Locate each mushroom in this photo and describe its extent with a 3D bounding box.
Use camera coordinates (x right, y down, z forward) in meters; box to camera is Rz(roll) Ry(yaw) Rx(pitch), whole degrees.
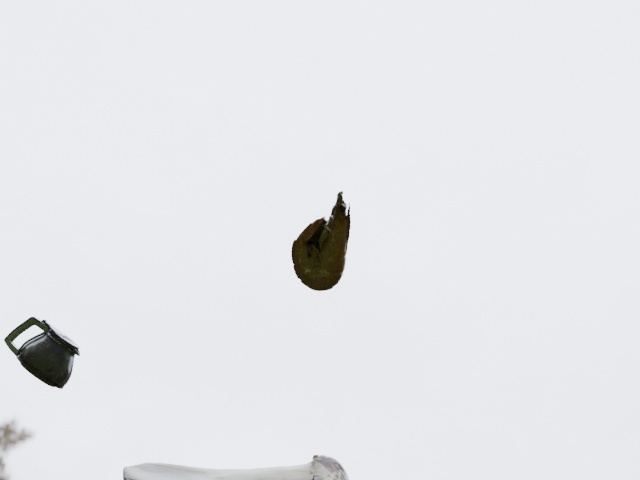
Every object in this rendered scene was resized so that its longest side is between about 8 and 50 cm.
[{"bbox_3d":[-0.073,0.228,1.356,0.209,0.084,0.071,3,-67,-12],"label":"mushroom"}]

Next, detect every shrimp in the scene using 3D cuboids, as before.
[{"bbox_3d":[0.000,0.000,1.574,0.059,0.023,0.108,9,-78,12],"label":"shrimp"}]

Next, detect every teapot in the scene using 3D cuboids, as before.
[{"bbox_3d":[-0.316,0.125,1.739,0.088,0.057,0.066,36,-3,4],"label":"teapot"}]
